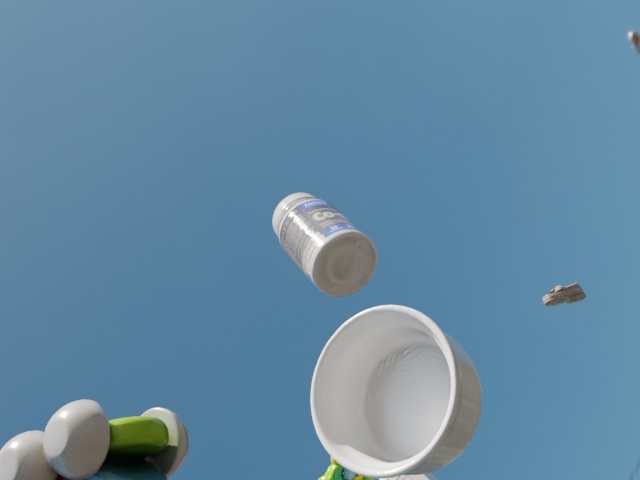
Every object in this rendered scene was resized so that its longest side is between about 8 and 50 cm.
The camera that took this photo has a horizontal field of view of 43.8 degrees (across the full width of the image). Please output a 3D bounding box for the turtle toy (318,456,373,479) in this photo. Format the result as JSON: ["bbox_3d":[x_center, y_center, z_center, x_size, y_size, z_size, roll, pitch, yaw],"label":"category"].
[{"bbox_3d":[0.057,0.441,1.515,0.130,0.066,0.095,-7,-51,-51],"label":"turtle toy"}]

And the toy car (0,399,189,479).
[{"bbox_3d":[-0.223,0.247,0.801,0.159,0.182,0.136,26,-141,-52],"label":"toy car"}]

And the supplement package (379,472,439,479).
[{"bbox_3d":[0.204,0.519,1.407,0.139,0.244,0.134,-47,-41,-2],"label":"supplement package"}]

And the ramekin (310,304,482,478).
[{"bbox_3d":[0.132,0.257,1.325,0.135,0.277,0.277,29,-102,-49],"label":"ramekin"}]

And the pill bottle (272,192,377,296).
[{"bbox_3d":[0.000,0.000,0.886,0.078,0.137,0.078,-11,-62,-22],"label":"pill bottle"}]

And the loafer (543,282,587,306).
[{"bbox_3d":[0.491,0.109,1.621,0.125,0.045,0.039,-1,-117,-38],"label":"loafer"}]
